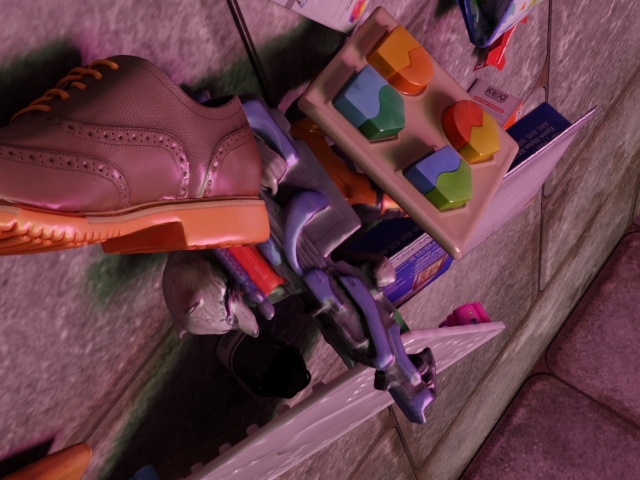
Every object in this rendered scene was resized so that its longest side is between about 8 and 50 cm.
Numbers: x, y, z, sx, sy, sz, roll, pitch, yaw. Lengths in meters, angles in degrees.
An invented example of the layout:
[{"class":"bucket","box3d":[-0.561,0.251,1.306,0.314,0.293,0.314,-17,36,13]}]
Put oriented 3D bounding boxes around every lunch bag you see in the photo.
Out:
[{"class":"lunch bag","box3d":[0.210,-0.300,1.243,0.129,0.096,0.151,-38,142,-42]}]

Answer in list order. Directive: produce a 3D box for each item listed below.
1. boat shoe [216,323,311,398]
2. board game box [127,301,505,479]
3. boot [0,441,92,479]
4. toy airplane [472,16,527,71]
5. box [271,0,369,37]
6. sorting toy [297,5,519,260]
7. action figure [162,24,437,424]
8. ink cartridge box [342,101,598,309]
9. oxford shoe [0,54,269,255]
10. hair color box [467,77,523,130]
[{"class":"boat shoe","box3d":[-0.049,0.149,1.311,0.080,0.076,0.228,-54,158,-11]},{"class":"board game box","box3d":[-0.005,0.188,1.281,0.390,0.050,0.390,-36,165,17]},{"class":"boot","box3d":[-0.264,0.213,0.899,0.280,0.096,0.264,-8,127,-64]},{"class":"toy airplane","box3d":[0.238,-0.276,1.431,0.151,0.028,0.151,-45,154,-29]},{"class":"box","box3d":[0.010,-0.255,0.940,0.145,0.038,0.186,-62,158,12]},{"class":"sorting toy","box3d":[0.090,-0.105,1.008,0.038,0.193,0.208,-39,-168,40]},{"class":"action figure","box3d":[0.000,0.000,1.025,0.330,0.341,0.178,-35,-169,-32]},{"class":"ink cartridge box","box3d":[0.145,-0.029,1.278,0.304,0.072,0.307,-36,165,-13]},{"class":"oxford shoe","box3d":[-0.173,-0.057,0.749,0.364,0.130,0.132,0,87,-58]},{"class":"hair color box","box3d":[0.196,-0.136,1.469,0.141,0.072,0.043,-52,157,-15]}]
